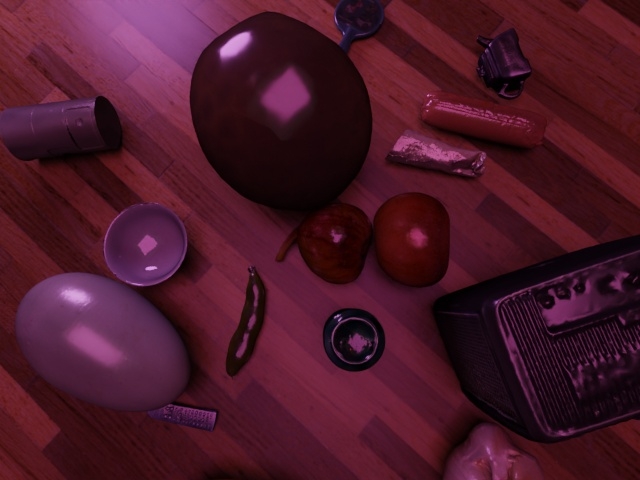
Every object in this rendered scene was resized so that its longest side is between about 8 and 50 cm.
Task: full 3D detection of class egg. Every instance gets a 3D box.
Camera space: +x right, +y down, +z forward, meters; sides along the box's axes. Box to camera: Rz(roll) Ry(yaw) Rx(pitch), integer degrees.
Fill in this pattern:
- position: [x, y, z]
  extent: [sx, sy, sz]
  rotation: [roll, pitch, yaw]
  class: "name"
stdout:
- position: [-0.437, 0.211, 0.872]
  extent: [0.371, 0.230, 0.229]
  rotation: [34, 84, 1]
  class: "egg"

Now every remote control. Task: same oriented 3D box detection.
- position: [-0.306, 0.384, 0.942]
  extent: [0.153, 0.027, 0.043]
  rotation: [12, 76, 3]
  class: "remote control"

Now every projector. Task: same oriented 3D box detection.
- position: [0.442, 0.154, 0.751]
  extent: [0.396, 0.405, 0.241]
  rotation: [-17, 81, 0]
  class: "projector"

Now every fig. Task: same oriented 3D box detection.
- position: [0.005, -0.005, 0.931]
  extent: [0.207, 0.175, 0.175]
  rotation: [19, 82, 25]
  class: "fig"

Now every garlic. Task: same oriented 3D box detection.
- position: [0.326, 0.498, 0.808]
  extent: [0.185, 0.203, 0.280]
  rotation: [1, 77, 21]
  class: "garlic"

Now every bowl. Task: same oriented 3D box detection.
- position: [-0.385, 0.014, 0.973]
  extent: [0.189, 0.086, 0.188]
  rotation: [0, 80, 2]
  class: "bowl"

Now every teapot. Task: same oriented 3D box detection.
- position: [0.419, -0.412, 1.005]
  extent: [0.096, 0.087, 0.177]
  rotation: [-18, 81, 4]
  class: "teapot"

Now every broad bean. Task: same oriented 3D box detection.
- position: [-0.163, 0.185, 0.956]
  extent: [0.065, 0.046, 0.254]
  rotation: [10, 80, 11]
  class: "broad bean"

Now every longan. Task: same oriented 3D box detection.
- position: [-0.082, -0.246, 0.856]
  extent: [0.336, 0.404, 0.404]
  rotation: [-38, 81, -16]
  class: "longan"

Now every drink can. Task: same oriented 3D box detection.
- position: [0.062, 0.195, 0.865]
  extent: [0.118, 0.205, 0.118]
  rotation: [0, 82, 1]
  class: "drink can"

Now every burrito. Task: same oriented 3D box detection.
- position: [0.271, -0.200, 0.989]
  extent: [0.226, 0.060, 0.086]
  rotation: [16, 87, 6]
  class: "burrito"

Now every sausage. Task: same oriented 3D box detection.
- position: [0.375, -0.279, 0.984]
  extent: [0.289, 0.086, 0.086]
  rotation: [15, 82, 4]
  class: "sausage"

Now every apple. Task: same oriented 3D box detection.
- position: [0.190, -0.002, 0.901]
  extent: [0.162, 0.201, 0.201]
  rotation: [3, 81, 16]
  class: "apple"

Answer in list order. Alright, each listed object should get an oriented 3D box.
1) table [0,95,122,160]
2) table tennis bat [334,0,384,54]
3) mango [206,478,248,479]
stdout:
- position: [-0.608, -0.265, 1.007]
  extent: [0.220, 0.126, 0.126]
  rotation: [-8, 81, 1]
  class: "table"
- position: [0.083, -0.535, 1.067]
  extent: [0.125, 0.033, 0.201]
  rotation: [22, 78, 8]
  class: "table tennis bat"
- position: [-0.124, 0.592, 0.822]
  extent: [0.351, 0.201, 0.198]
  rotation: [17, 100, -3]
  class: "mango"
